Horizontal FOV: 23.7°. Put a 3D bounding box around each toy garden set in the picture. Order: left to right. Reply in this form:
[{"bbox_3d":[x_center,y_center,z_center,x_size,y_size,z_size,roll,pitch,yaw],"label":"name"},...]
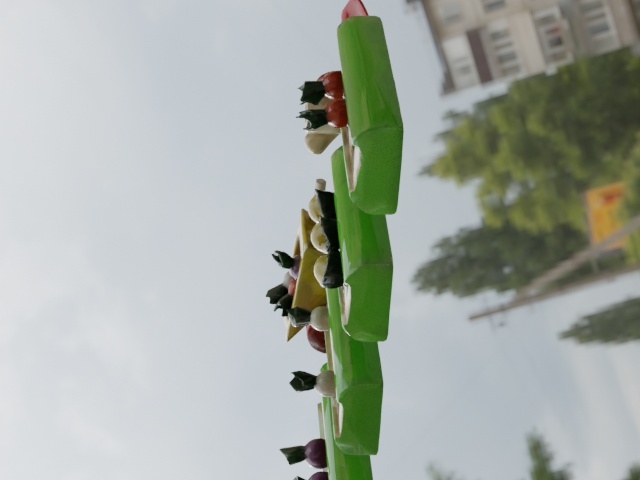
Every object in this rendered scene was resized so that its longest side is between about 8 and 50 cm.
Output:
[{"bbox_3d":[0.000,0.000,0.770,0.204,0.049,0.244,-96,7,-57],"label":"toy garden set"}]
